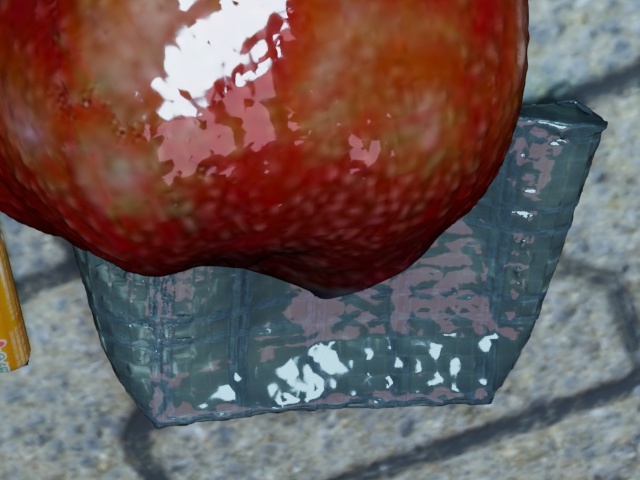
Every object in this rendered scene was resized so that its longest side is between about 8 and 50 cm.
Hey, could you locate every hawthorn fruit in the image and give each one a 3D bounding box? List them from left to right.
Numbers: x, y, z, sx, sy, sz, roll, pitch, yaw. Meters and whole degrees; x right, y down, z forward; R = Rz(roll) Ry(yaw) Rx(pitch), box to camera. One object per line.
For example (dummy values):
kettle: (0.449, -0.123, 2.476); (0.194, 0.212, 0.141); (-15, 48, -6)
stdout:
hawthorn fruit: (-0.022, -0.106, 0.688); (0.230, 0.210, 0.266); (10, 115, -12)

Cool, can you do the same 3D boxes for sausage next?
sausage: (-0.169, 0.023, 0.902); (0.031, 0.031, 0.107); (-8, 137, -4)

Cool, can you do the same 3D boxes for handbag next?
handbag: (0.000, 0.000, 0.887); (0.270, 0.088, 0.175); (-2, 128, -10)
